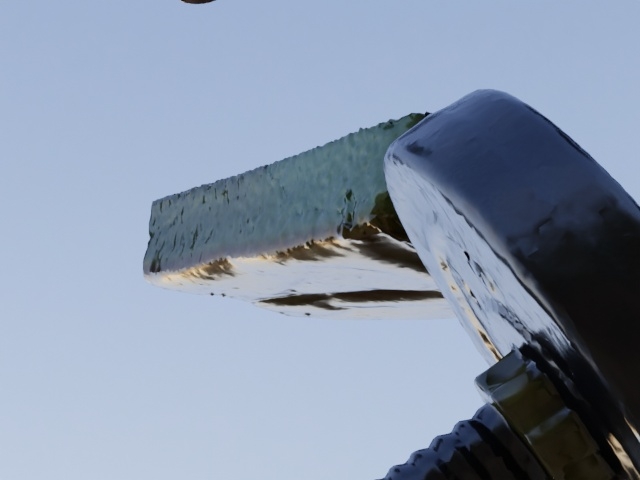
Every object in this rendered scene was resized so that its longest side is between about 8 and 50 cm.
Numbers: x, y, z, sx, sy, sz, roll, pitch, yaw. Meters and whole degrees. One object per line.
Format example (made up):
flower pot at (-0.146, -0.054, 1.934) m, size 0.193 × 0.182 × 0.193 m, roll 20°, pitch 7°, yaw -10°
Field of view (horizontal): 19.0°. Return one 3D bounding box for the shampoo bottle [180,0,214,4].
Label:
shampoo bottle at (-0.090, -0.279, 1.398) m, size 0.102 × 0.064 × 0.260 m, roll -27°, pitch -27°, yaw -21°

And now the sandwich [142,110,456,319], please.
sandwich at (0.000, 0.000, 0.955) m, size 0.212 × 0.063 × 0.245 m, roll -3°, pitch -13°, yaw 24°

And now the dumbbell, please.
dumbbell at (0.123, -0.009, 0.418) m, size 0.325 × 0.143 × 0.143 m, roll -34°, pitch -37°, yaw -5°
